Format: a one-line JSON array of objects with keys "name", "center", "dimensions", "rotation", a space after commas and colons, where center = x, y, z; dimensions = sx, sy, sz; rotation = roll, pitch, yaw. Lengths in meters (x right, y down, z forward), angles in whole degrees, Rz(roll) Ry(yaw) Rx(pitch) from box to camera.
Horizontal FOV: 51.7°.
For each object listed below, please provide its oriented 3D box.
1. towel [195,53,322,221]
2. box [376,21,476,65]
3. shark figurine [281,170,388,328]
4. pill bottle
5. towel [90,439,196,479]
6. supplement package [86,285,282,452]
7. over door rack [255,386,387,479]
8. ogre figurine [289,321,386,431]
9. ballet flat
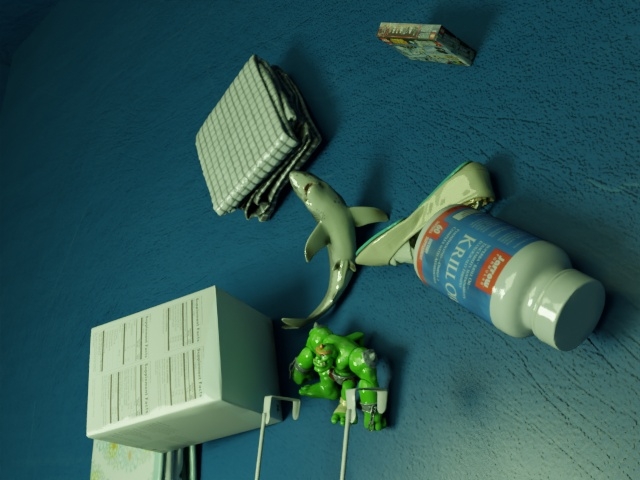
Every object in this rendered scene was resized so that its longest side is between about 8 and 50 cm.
[{"name": "towel", "center": [-0.125, -0.200, 1.322], "dimensions": [0.235, 0.121, 0.283], "rotation": [-47, 44, 24]}, {"name": "box", "center": [0.167, -0.314, 1.055], "dimensions": [0.137, 0.094, 0.027], "rotation": [25, 95, 49]}, {"name": "shark figurine", "center": [0.015, 0.024, 1.119], "dimensions": [0.116, 0.166, 0.278], "rotation": [-140, 53, -74]}, {"name": "pill bottle", "center": [0.231, 0.044, 0.824], "dimensions": [0.221, 0.124, 0.124], "rotation": [32, 100, 49]}, {"name": "towel", "center": [-0.371, 0.447, 1.372], "dimensions": [0.320, 0.090, 0.374], "rotation": [-26, 57, 43]}, {"name": "supplement package", "center": [-0.234, 0.234, 1.155], "dimensions": [0.263, 0.199, 0.198], "rotation": [-20, 59, 19]}, {"name": "over door rack", "center": [-0.055, 0.341, 0.865], "dimensions": [0.239, 0.108, 0.324], "rotation": [-22, 45, 53]}, {"name": "ogre figurine", "center": [0.027, 0.202, 1.021], "dimensions": [0.197, 0.097, 0.118], "rotation": [-146, 60, -64]}, {"name": "ballet flat", "center": [0.154, -0.015, 0.974], "dimensions": [0.248, 0.086, 0.086], "rotation": [-42, 48, 29]}]
